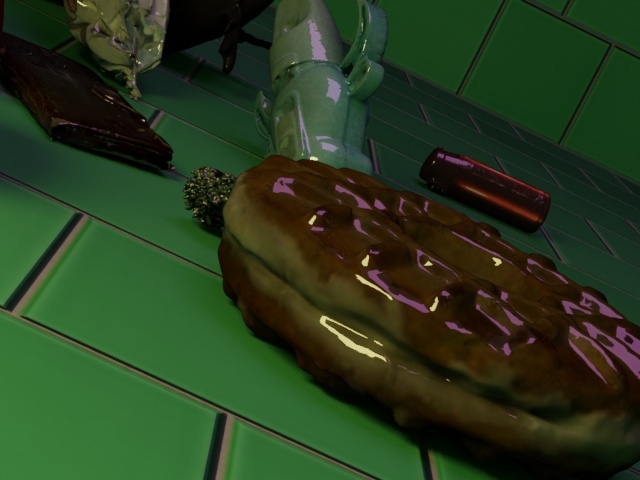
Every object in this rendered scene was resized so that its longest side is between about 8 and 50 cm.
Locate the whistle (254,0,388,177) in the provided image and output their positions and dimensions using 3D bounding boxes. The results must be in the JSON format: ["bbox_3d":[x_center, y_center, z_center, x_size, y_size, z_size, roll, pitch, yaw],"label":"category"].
[{"bbox_3d":[-0.007,-0.137,1.469,0.093,0.186,0.274,20,47,-34],"label":"whistle"}]

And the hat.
[{"bbox_3d":[-0.180,-0.285,1.838,0.336,0.209,0.238,-15,2,-9],"label":"hat"}]

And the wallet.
[{"bbox_3d":[-0.211,-0.123,1.297,0.122,0.031,0.232,16,15,-34],"label":"wallet"}]

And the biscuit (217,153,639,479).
[{"bbox_3d":[0.080,0.047,1.017,0.332,0.103,0.332,26,13,-6],"label":"biscuit"}]

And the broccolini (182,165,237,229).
[{"bbox_3d":[-0.006,0.005,1.186,0.254,0.057,0.071,28,28,-39],"label":"broccolini"}]

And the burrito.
[{"bbox_3d":[-0.223,-0.321,1.620,0.139,0.101,0.445,21,43,-30],"label":"burrito"}]

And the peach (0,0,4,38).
[{"bbox_3d":[-0.285,-0.161,0.926,0.190,0.190,0.192,24,28,-10],"label":"peach"}]

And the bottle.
[{"bbox_3d":[0.202,-0.063,1.871,0.164,0.060,0.060,24,12,-13],"label":"bottle"}]
